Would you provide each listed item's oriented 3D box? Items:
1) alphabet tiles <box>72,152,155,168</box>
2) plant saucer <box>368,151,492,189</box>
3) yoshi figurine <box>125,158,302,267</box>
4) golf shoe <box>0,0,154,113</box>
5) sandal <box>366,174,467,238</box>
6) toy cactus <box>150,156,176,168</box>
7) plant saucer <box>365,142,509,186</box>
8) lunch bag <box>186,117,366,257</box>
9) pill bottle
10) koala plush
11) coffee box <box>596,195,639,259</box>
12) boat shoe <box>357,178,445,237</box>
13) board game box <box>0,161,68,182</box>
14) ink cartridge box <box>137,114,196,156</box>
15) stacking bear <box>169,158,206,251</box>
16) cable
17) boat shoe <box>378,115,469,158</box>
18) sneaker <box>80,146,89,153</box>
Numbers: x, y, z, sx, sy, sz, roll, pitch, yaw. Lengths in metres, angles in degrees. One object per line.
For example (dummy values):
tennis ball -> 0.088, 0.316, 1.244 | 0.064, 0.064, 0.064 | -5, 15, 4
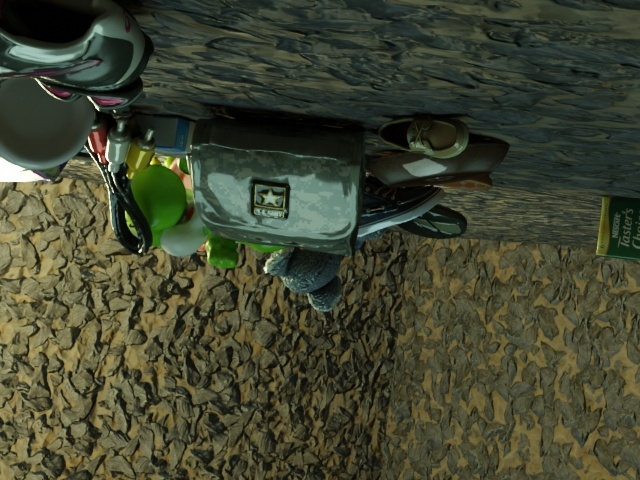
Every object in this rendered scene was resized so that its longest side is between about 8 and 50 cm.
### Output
alphabet tiles -> -0.388, -0.162, 1.773 | 0.237, 0.009, 0.198 | 7, -161, -4
plant saucer -> 0.178, -0.112, 1.740 | 0.200, 0.037, 0.200 | 7, 179, 0
yoshi figurine -> -0.173, -0.060, 1.755 | 0.362, 0.203, 0.203 | -7, -160, 10
golf shoe -> -0.279, -0.177, 0.898 | 0.273, 0.105, 0.120 | 1, 162, 1
sandal -> 0.132, -0.091, 1.970 | 0.303, 0.086, 0.120 | 25, 163, 23
toy cactus -> -0.287, -0.130, 2.307 | 0.219, 0.112, 0.180 | -6, 180, 42
plant saucer -> 0.162, -0.100, 1.484 | 0.199, 0.036, 0.198 | -7, 178, 0
lunch bag -> -0.055, -0.084, 1.545 | 0.235, 0.169, 0.287 | 8, 167, 5
pill bottle -> -0.362, -0.147, 1.286 | 0.131, 0.131, 0.229 | 8, 178, -28
koala plush -> 0.000, 0.000, 1.920 | 0.203, 0.221, 0.196 | 11, 154, 51
coffee box -> 0.594, -0.016, 1.940 | 0.184, 0.113, 0.040 | 8, 180, 21
boat shoe -> 0.111, -0.070, 1.790 | 0.183, 0.083, 0.065 | -21, -164, 24
board game box -> -0.510, -0.158, 1.540 | 0.208, 0.056, 0.347 | 44, 159, -28
ink cartridge box -> -0.218, -0.157, 1.659 | 0.088, 0.052, 0.122 | 6, 180, 31
stacking bear -> -0.132, -0.088, 2.017 | 0.289, 0.175, 0.164 | -4, -156, -47
cable -> -0.314, -0.090, 1.630 | 0.139, 0.287, 0.072 | 22, -138, 11
boat shoe -> 0.123, -0.125, 1.309 | 0.045, 0.050, 0.135 | 2, -178, -36
sneaker -> -0.423, -0.170, 1.640 | 0.098, 0.083, 0.224 | 12, -179, 28
